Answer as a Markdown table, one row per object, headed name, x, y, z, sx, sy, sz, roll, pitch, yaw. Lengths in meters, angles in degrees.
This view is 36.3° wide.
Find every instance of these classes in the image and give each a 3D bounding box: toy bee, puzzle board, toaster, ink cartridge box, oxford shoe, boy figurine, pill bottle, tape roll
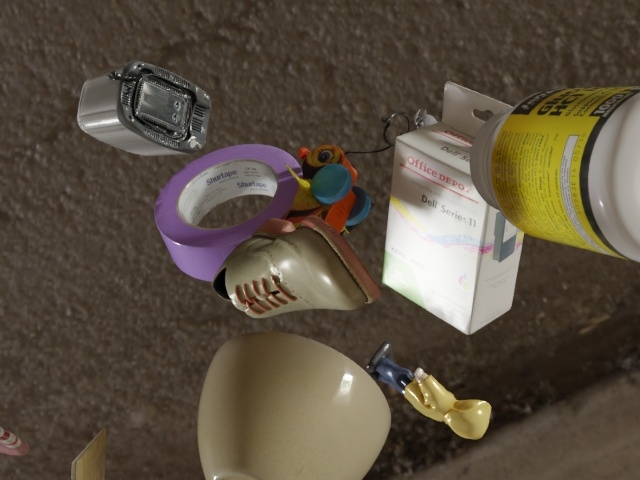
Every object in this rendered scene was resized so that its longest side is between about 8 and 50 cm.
| name | x | y | z | sx | sy | sz | roll | pitch | yaw |
| --- | --- | --- | --- | --- | --- | --- | --- | --- | --- |
| toy bee | 0.013 | -0.089 | 1.666 | 0.298 | 0.162 | 0.195 | -43 | 134 | -28 |
| puzzle board | -0.275 | 0.299 | 1.149 | 0.011 | 0.096 | 0.128 | 7 | 103 | 6 |
| toaster | -0.308 | -0.220 | 1.658 | 0.146 | 0.129 | 0.227 | -4 | 165 | 41 |
| ink cartridge box | 0.219 | -0.054 | 1.576 | 0.119 | 0.207 | 0.353 | -23 | 129 | -37 |
| oxford shoe | -0.042 | 0.060 | 1.341 | 0.146 | 0.397 | 0.140 | -37 | 101 | -16 |
| boy figurine | 0.235 | 0.326 | 2.108 | 0.092 | 0.285 | 0.177 | -53 | 153 | -20 |
| pill bottle | 0.312 | -0.085 | 1.139 | 0.188 | 0.334 | 0.188 | -3 | 98 | -19 |
| tape roll | -0.154 | -0.054 | 1.759 | 0.275 | 0.275 | 0.090 | -17 | 131 | 1 |

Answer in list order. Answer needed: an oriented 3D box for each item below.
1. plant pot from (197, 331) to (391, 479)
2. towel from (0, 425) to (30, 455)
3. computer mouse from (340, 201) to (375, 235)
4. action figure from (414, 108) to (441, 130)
| name | x | y | z | sx | sy | sz | roll | pitch | yaw |
| --- | --- | --- | --- | --- | --- | --- | --- | --- | --- |
| plant pot | -0.061 | 0.295 | 1.388 | 0.284 | 0.191 | 0.284 | 12 | 134 | 13 |
| towel | -0.634 | 0.288 | 1.613 | 0.237 | 0.037 | 0.329 | 16 | 160 | 6 |
| computer mouse | 0.000 | 0.000 | 1.960 | 0.262 | 0.060 | 0.184 | -47 | 176 | 22 |
| action figure | 0.219 | -0.114 | 1.871 | 0.099 | 0.285 | 0.185 | -11 | 177 | -3 |
